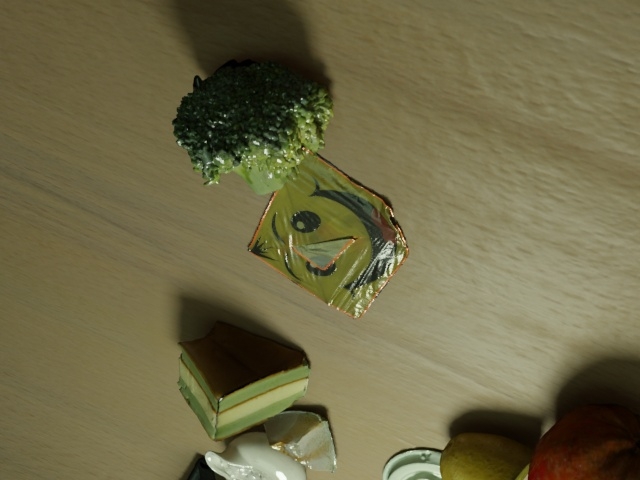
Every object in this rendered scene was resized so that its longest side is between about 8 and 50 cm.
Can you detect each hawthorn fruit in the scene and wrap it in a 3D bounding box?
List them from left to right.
[{"bbox_3d":[0.507,0.428,1.330,0.258,0.258,0.261,17,104,12],"label":"hawthorn fruit"}]

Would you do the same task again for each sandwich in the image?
[{"bbox_3d":[-0.173,0.279,1.598,0.198,0.227,0.155,45,137,37],"label":"sandwich"}]

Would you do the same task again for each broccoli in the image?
[{"bbox_3d":[-0.111,-0.185,1.265,0.247,0.263,0.243,41,162,35],"label":"broccoli"}]

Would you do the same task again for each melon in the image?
[{"bbox_3d":[-0.027,0.439,1.644,0.202,0.093,0.139,37,118,-8],"label":"melon"}]

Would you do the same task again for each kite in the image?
[{"bbox_3d":[0.001,-0.001,1.413,0.328,0.013,0.377,-9,116,27],"label":"kite"}]

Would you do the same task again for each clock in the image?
[{"bbox_3d":[0.245,0.561,1.630,0.237,0.053,0.236,11,124,16],"label":"clock"}]

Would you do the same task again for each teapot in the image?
[{"bbox_3d":[-0.126,0.548,1.718,0.298,0.139,0.204,38,123,-3],"label":"teapot"}]

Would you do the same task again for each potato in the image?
[{"bbox_3d":[0.318,0.456,1.485,0.158,0.178,0.203,40,141,23],"label":"potato"}]

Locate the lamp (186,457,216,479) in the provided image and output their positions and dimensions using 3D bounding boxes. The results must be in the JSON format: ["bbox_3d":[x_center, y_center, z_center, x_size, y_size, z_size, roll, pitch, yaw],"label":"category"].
[{"bbox_3d":[-0.185,0.742,1.810,0.272,0.374,0.205,15,123,-27],"label":"lamp"}]
